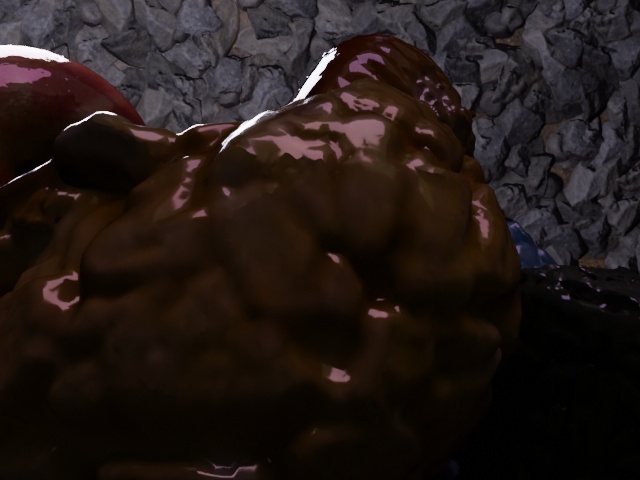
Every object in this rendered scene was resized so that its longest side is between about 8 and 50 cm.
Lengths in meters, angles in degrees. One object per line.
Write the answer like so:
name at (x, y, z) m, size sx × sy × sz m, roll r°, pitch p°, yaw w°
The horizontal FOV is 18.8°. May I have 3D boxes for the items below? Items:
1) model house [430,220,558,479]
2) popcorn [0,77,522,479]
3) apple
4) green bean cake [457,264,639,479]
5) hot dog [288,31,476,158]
model house at (0.140, 0.176, 1.590) m, size 0.261 × 0.226 × 0.241 m, roll 44°, pitch 40°, yaw 3°
popcorn at (-0.052, 0.077, 1.331) m, size 0.390 × 0.354 × 0.344 m, roll -5°, pitch -35°, yaw 14°
apple at (-0.359, -0.033, 2.183) m, size 0.364 × 0.364 × 0.364 m, roll 9°, pitch 3°, yaw -1°
green bean cake at (0.218, 0.155, 1.369) m, size 0.132 × 0.255 × 0.241 m, roll 4°, pitch 14°, yaw -45°
hot dog at (0.000, 0.000, 1.695) m, size 0.196 × 0.367 × 0.365 m, roll 29°, pitch -11°, yaw 5°
